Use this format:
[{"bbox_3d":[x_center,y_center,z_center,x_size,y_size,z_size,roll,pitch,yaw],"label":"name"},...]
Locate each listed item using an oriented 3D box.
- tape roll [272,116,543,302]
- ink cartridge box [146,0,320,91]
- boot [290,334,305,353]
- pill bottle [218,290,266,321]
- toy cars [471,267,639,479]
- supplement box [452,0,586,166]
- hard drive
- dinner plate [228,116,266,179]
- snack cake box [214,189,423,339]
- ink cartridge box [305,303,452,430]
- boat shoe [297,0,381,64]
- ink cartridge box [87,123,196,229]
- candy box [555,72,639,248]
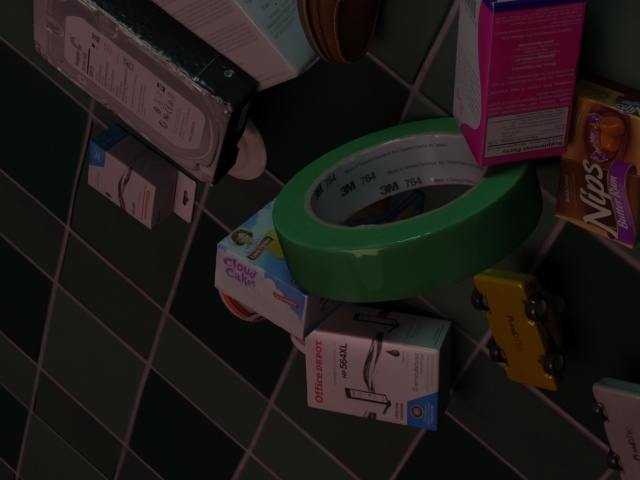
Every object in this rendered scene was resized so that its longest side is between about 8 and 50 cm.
[{"bbox_3d":[0.104,-0.044,1.688,0.321,0.321,0.077,8,126,42],"label":"tape roll"},{"bbox_3d":[-0.198,-0.354,1.840,0.385,0.091,0.308,51,153,-17],"label":"ink cartridge box"},{"bbox_3d":[0.042,0.147,2.144,0.190,0.069,0.086,22,129,21],"label":"boot"},{"bbox_3d":[-0.052,0.042,2.090,0.121,0.121,0.221,55,143,-7],"label":"pill bottle"},{"bbox_3d":[0.351,0.172,1.831,0.394,0.087,0.176,43,148,3],"label":"toy cars"},{"bbox_3d":[0.219,-0.206,1.572,0.111,0.114,0.220,-109,15,-47],"label":"supplement box"},{"bbox_3d":[-0.250,-0.238,1.922,0.339,0.064,0.237,39,154,6],"label":"hard drive"},{"bbox_3d":[-0.139,-0.149,2.100,0.141,0.017,0.141,28,140,27],"label":"dinner plate"},{"bbox_3d":[0.000,0.000,1.880,0.152,0.264,0.089,30,139,23],"label":"snack cake box"},{"bbox_3d":[0.084,0.182,2.042,0.203,0.086,0.148,8,122,16],"label":"ink cartridge box"},{"bbox_3d":[0.044,-0.334,1.671,0.104,0.111,0.307,26,138,30],"label":"boat shoe"},{"bbox_3d":[-0.291,-0.094,2.264,0.180,0.060,0.104,35,140,19],"label":"ink cartridge box"},{"bbox_3d":[0.339,-0.092,1.634,0.109,0.053,0.186,26,136,28],"label":"candy box"}]
